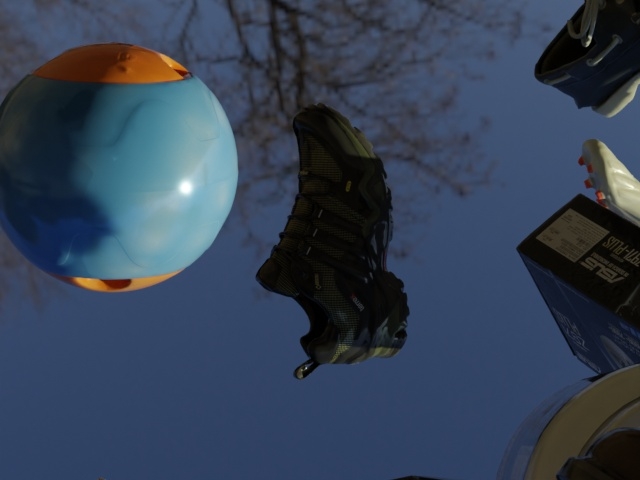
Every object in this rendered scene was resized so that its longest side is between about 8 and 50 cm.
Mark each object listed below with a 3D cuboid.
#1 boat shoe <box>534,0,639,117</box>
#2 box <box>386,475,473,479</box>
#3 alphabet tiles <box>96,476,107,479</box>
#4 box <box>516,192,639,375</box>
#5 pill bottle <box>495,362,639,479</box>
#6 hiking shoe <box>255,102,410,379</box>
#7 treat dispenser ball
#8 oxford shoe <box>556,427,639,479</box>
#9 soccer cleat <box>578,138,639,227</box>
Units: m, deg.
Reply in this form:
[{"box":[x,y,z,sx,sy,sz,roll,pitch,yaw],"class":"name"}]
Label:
[{"box":[0.233,-0.178,1.123,0.079,0.254,0.095,18,-109,-4],"class":"boat shoe"},{"box":[0.023,0.201,0.973,0.183,0.233,0.059,-13,-106,21],"class":"box"},{"box":[-0.318,0.397,1.602,0.021,0.278,0.284,27,-161,9],"class":"alphabet tiles"},{"box":[0.263,0.064,1.201,0.077,0.147,0.180,-40,-143,-9],"class":"box"},{"box":[0.179,0.145,0.772,0.162,0.162,0.278,-8,172,2],"class":"pill bottle"},{"box":[0.000,0.000,1.228,0.114,0.226,0.086,-16,-176,-25],"class":"hiking shoe"},{"box":[-0.240,-0.083,1.689,0.288,0.288,0.288,-7,-147,4],"class":"treat dispenser ball"},{"box":[0.179,0.098,0.483,0.227,0.096,0.083,24,180,-20],"class":"oxford shoe"},{"box":[0.363,-0.042,1.693,0.076,0.196,0.068,-30,-162,4],"class":"soccer cleat"}]
